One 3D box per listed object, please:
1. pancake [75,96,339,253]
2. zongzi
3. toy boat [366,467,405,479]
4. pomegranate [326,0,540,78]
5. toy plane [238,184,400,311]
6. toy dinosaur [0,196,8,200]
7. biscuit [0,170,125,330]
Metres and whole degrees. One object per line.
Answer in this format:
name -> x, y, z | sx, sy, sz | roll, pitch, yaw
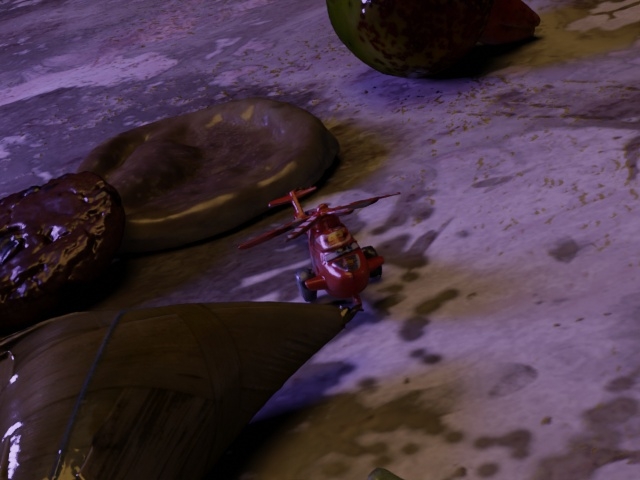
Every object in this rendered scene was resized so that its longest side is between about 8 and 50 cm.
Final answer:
pancake -> -0.120, -0.075, 1.255 | 0.294, 0.049, 0.294 | -12, 24, 5
zongzi -> -0.076, 0.115, 0.756 | 0.256, 0.115, 0.228 | -9, 26, -10
toy boat -> 0.168, 0.143, 0.539 | 0.292, 0.099, 0.108 | -1, 25, 14
pomegranate -> 0.131, -0.267, 1.386 | 0.247, 0.214, 0.214 | 17, 16, -18
toy plane -> -0.007, 0.003, 0.988 | 0.126, 0.077, 0.194 | -24, 17, -27
toy dinosaur -> -0.422, 0.011, 1.235 | 0.199, 0.072, 0.251 | 6, 20, 21
biscuit -> -0.259, 0.005, 1.121 | 0.192, 0.049, 0.192 | -16, 37, 13
